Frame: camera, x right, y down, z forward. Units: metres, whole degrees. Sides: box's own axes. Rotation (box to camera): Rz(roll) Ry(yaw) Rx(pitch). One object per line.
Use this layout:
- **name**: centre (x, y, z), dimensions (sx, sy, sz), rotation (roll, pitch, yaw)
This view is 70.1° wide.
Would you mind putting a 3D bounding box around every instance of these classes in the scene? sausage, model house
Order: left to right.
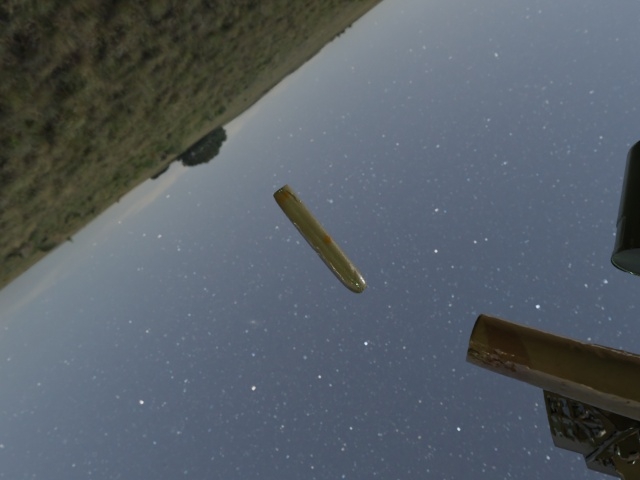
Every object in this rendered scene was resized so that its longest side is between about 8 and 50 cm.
- **sausage**: centre (0.000, 0.000, 0.458), dimensions (0.024, 0.132, 0.024), rotation (-38, 178, -2)
- **sausage**: centre (0.288, 0.130, 0.414), dimensions (0.302, 0.065, 0.065), rotation (13, -131, 34)
- **model house**: centre (0.489, 0.276, 0.659), dimensions (0.181, 0.176, 0.248), rotation (-7, 170, -18)

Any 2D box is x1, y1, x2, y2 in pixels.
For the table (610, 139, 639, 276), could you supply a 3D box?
- **table**: centre (0.584, -0.058, 0.777), dimensions (0.126, 0.126, 0.219), rotation (-7, -123, 55)
